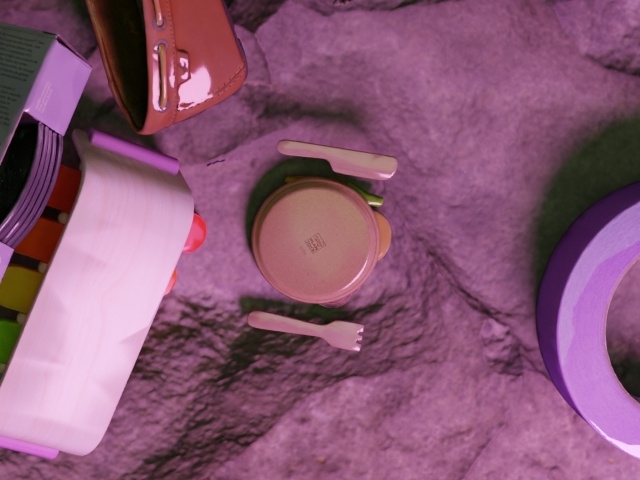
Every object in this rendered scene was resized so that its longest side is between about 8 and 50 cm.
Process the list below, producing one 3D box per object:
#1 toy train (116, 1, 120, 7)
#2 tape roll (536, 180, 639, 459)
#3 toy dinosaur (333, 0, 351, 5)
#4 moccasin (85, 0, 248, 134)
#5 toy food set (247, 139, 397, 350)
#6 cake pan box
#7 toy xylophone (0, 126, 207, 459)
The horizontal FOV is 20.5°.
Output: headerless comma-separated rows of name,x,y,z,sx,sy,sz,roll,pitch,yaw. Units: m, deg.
toy train,-0.218,-0.280,1.619,0.036,0.027,0.158,-25,108,-8
tape roll,0.352,0.077,1.709,0.275,0.090,0.275,-1,99,-7
toy dinosaur,0.026,-0.318,1.603,0.313,0.121,0.160,-27,113,2
moccasin,-0.192,-0.276,1.549,0.147,0.139,0.380,-32,120,-30
toy food set,0.000,0.000,1.690,0.132,0.038,0.192,11,102,-1
cake pan box,-0.347,-0.078,1.518,0.267,0.070,0.246,14,79,30
toy xylophone,-0.245,0.048,1.610,0.236,0.081,0.323,29,93,-32
